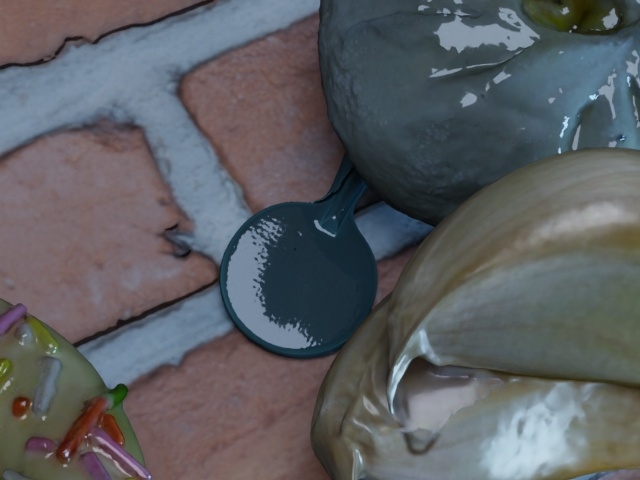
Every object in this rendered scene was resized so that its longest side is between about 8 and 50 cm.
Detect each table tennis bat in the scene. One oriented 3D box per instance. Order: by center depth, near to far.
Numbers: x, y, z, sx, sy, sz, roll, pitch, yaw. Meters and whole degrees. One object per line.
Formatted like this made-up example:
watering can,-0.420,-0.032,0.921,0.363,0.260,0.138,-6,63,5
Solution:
table tennis bat,0.000,0.000,1.192,0.124,0.033,0.201,28,67,0

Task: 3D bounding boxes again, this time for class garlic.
garlic,0.157,0.073,1.045,0.313,0.286,0.249,5,76,-5

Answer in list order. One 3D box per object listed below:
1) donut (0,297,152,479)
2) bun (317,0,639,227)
donut,-0.268,0.145,0.969,0.371,0.150,0.307,25,35,-4
bun,0.169,-0.158,1.190,0.354,0.194,0.354,9,60,-16
